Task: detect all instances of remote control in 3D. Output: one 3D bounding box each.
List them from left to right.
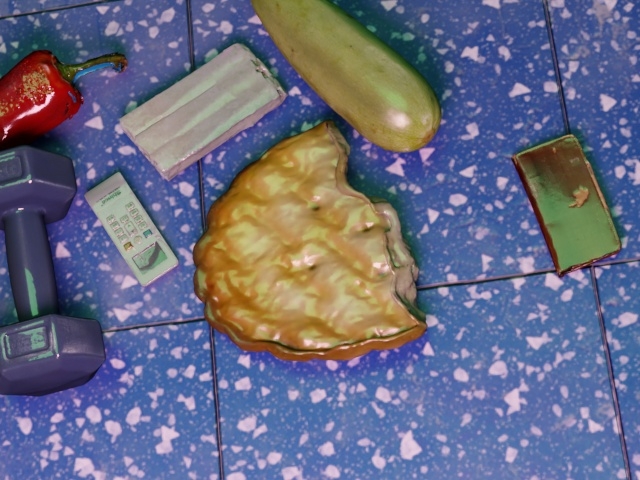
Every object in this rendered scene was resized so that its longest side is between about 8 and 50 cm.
[{"bbox_3d":[-0.255,-0.015,1.815,0.061,0.029,0.162,-33,74,-2],"label":"remote control"}]

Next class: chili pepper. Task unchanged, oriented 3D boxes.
[{"bbox_3d":[-0.445,-0.168,1.855,0.387,0.110,0.110,-32,69,0],"label":"chili pepper"}]

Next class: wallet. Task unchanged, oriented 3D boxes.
[{"bbox_3d":[0.320,-0.047,1.744,0.095,0.026,0.176,-22,68,6],"label":"wallet"}]

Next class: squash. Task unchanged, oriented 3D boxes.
[{"bbox_3d":[0.019,-0.249,1.816,0.118,0.118,0.370,-44,66,-8],"label":"squash"}]

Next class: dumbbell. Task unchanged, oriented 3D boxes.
[{"bbox_3d":[-0.377,0.041,1.753,0.143,0.156,0.316,-4,67,-25],"label":"dumbbell"}]

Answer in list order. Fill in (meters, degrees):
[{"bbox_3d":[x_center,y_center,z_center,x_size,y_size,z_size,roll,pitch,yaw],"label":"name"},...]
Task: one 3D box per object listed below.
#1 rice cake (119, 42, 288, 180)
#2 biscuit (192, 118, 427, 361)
[{"bbox_3d":[-0.160,-0.181,1.855,0.211,0.038,0.124,-39,69,-7],"label":"rice cake"},{"bbox_3d":[0.000,0.000,1.750,0.329,0.078,0.335,9,72,14],"label":"biscuit"}]
